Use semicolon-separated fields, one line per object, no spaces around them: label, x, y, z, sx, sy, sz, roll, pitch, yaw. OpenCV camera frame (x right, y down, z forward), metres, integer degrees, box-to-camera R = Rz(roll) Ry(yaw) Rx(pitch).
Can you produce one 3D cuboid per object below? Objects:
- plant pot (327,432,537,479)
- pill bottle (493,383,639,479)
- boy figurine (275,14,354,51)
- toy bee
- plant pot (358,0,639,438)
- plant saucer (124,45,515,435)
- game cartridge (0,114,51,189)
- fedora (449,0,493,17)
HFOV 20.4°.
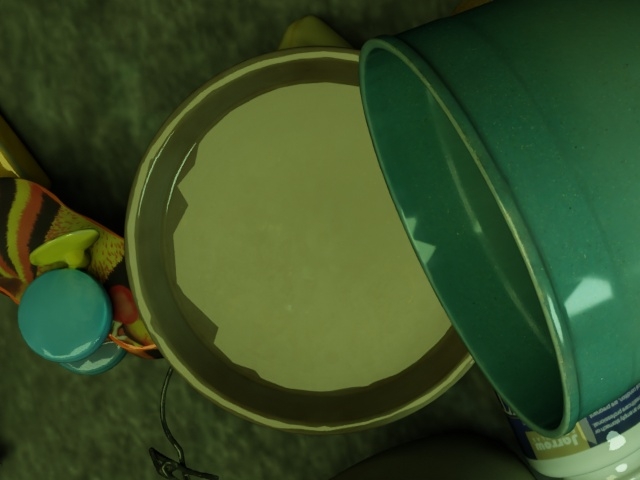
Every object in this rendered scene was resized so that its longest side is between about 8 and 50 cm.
plant pot;0.083;0.252;1.310;0.256;0.274;0.257;4;106;15
pill bottle;0.190;0.113;1.326;0.112;0.112;0.187;-23;98;20
boy figurine;0.029;-0.029;1.342;0.177;0.092;0.285;-5;107;20
toy bee;-0.148;0.038;1.364;0.298;0.195;0.162;43;85;-9
plant pot;0.196;-0.054;1.123;0.255;0.271;0.272;-26;99;-9
plant saucer;0.000;0.000;1.269;0.277;0.041;0.278;0;97;1
game cartridge;-0.419;-0.094;1.472;0.285;0.052;0.324;-35;92;22
fedora;0.174;-0.110;1.283;0.194;0.079;0.194;4;112;10
